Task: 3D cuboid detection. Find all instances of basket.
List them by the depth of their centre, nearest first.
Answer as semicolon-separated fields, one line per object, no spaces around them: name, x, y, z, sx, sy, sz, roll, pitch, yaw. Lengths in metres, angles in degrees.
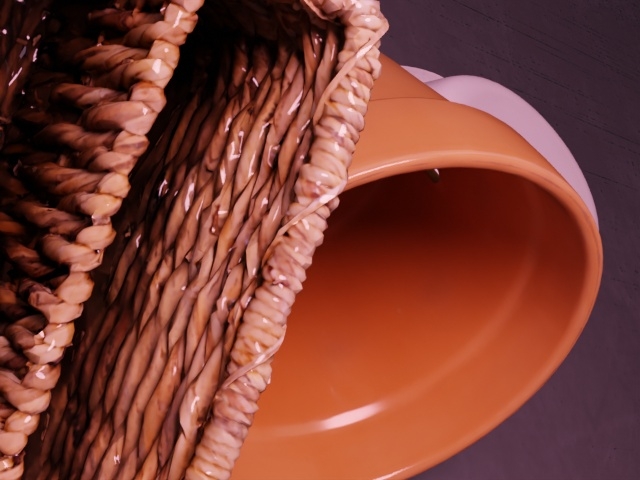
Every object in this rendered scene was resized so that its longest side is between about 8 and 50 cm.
basket;-0.147;-0.012;0.451;0.213;0.223;0.299;25;85;-33

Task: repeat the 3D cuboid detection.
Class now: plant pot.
plant pot;0.000;0.000;0.679;0.290;0.291;0.203;17;33;-38

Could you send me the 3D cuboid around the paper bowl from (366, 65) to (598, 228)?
paper bowl;0.124;-0.026;0.920;0.284;0.148;0.284;27;45;-30
